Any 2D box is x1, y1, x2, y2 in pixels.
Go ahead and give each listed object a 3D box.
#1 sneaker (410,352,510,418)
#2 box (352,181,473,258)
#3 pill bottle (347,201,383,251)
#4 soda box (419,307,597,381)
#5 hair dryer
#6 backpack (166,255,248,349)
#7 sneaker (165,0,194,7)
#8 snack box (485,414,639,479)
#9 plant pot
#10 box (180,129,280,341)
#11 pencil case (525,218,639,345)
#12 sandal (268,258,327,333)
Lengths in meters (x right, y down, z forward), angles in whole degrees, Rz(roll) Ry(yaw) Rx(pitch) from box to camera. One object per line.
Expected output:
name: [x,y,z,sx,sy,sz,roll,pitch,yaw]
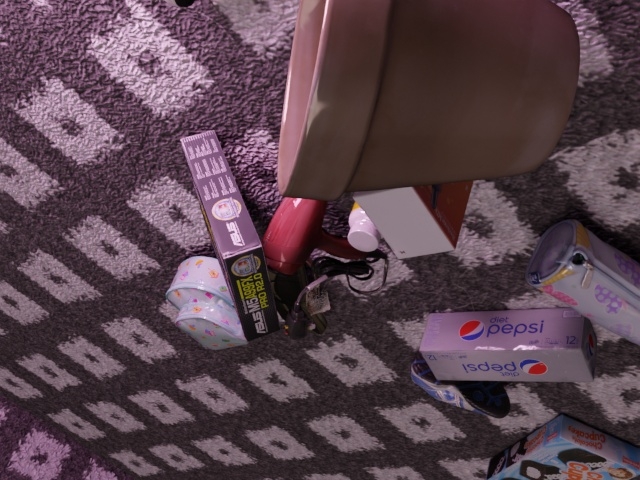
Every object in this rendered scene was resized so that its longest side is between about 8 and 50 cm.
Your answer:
sneaker: [0.277,0.291,1.512,0.211,0.080,0.081,28,150,8]
box: [0.134,-0.083,1.034,0.091,0.170,0.130,-11,133,36]
pill bottle: [0.080,-0.041,1.155,0.065,0.116,0.065,14,142,11]
soda box: [0.328,0.185,1.333,0.287,0.091,0.098,-6,133,32]
hair dryer: [0.000,0.000,1.238,0.080,0.224,0.293,29,139,42]
backpack: [-0.206,0.122,1.481,0.166,0.144,0.188,-15,127,46]
sneaker: [-0.119,-0.351,0.903,0.121,0.079,0.216,23,142,1]
snack box: [0.517,0.490,1.641,0.187,0.060,0.322,24,143,-3]
plant pot: [0.115,-0.190,0.842,0.281,0.323,0.323,7,144,-9]
box: [-0.143,-0.009,1.201,0.060,0.270,0.216,-19,141,-9]
pencil case: [0.441,0.075,1.122,0.273,0.113,0.124,30,164,-13]
sandal: [-0.048,0.075,1.395,0.120,0.086,0.302,23,157,23]
